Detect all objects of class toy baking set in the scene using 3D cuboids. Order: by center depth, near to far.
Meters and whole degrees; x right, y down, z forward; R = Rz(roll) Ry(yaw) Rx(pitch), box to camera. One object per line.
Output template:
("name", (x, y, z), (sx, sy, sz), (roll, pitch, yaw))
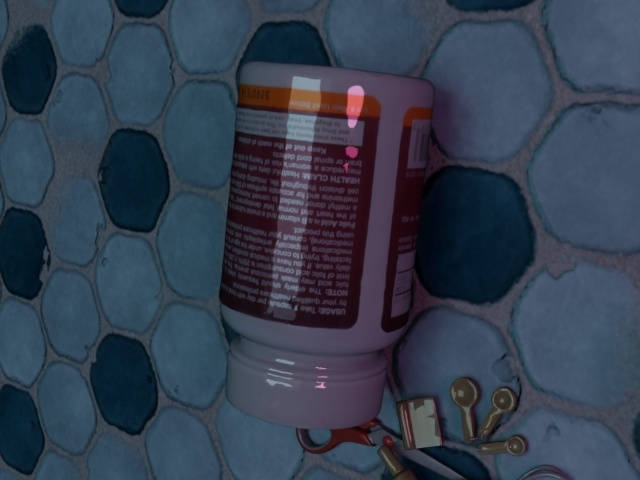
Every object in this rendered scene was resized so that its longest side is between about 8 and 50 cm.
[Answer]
("toy baking set", (0.177, 0.276, 1.044), (0.197, 0.030, 0.256), (-43, 67, 28))

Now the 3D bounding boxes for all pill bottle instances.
("pill bottle", (0.000, 0.000, 1.060), (0.224, 0.224, 0.392), (14, 102, 39))

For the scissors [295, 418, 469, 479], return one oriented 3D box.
("scissors", (0.072, 0.236, 1.147), (0.297, 0.021, 0.109), (4, 96, 41))
